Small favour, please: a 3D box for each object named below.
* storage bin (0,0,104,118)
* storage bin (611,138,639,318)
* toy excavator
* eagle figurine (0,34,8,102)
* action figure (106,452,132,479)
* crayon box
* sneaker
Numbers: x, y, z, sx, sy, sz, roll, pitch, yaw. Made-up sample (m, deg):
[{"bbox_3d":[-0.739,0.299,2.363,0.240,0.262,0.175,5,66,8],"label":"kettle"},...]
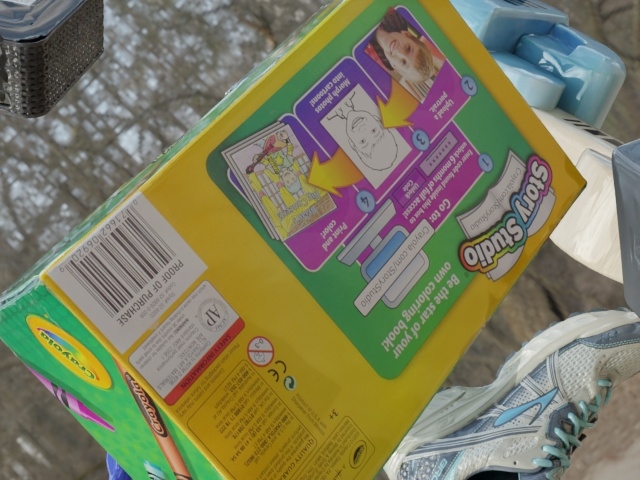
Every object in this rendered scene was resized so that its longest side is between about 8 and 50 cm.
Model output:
[{"bbox_3d":[-0.303,-0.209,1.102,0.180,0.122,0.084,-68,-11,-52],"label":"storage bin"},{"bbox_3d":[0.219,-0.011,0.621,0.091,0.135,0.098,-15,26,-5],"label":"storage bin"},{"bbox_3d":[0.217,-0.123,1.078,0.433,0.445,0.222,-16,-49,-58],"label":"toy excavator"},{"bbox_3d":[-0.356,-0.216,0.729,0.225,0.226,0.298,-88,-3,-54],"label":"eagle figurine"},{"bbox_3d":[-0.133,0.231,0.796,0.139,0.091,0.280,152,132,-67],"label":"action figure"},{"bbox_3d":[0.000,0.000,0.533,0.278,0.165,0.081,-48,14,-34],"label":"crayon box"},{"bbox_3d":[0.197,0.170,0.971,0.283,0.122,0.110,-31,-42,5],"label":"sneaker"}]
